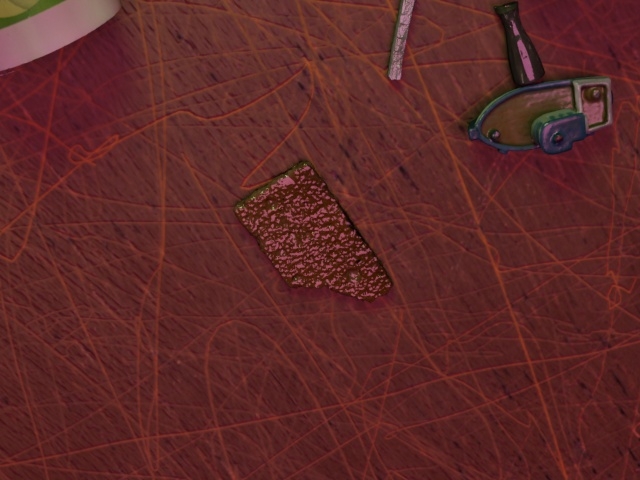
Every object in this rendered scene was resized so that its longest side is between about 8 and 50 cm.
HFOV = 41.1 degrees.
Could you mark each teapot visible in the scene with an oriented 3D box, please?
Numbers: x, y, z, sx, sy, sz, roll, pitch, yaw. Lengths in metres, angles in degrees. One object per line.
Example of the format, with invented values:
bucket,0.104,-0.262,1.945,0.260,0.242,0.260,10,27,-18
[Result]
teapot,0.261,-0.263,1.130,0.043,0.043,0.110,-23,110,3

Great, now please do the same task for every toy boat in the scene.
toy boat,0.301,-0.164,1.142,0.215,0.102,0.088,-11,110,-1

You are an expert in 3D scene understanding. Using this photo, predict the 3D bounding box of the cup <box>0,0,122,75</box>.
cup,-0.364,-0.344,0.937,0.253,0.253,0.273,-21,120,2

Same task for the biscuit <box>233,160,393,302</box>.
biscuit,-0.007,0.009,1.218,0.131,0.026,0.236,-32,112,9

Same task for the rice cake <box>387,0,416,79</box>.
rice cake,0.107,-0.270,1.119,0.022,0.022,0.121,6,111,-9
